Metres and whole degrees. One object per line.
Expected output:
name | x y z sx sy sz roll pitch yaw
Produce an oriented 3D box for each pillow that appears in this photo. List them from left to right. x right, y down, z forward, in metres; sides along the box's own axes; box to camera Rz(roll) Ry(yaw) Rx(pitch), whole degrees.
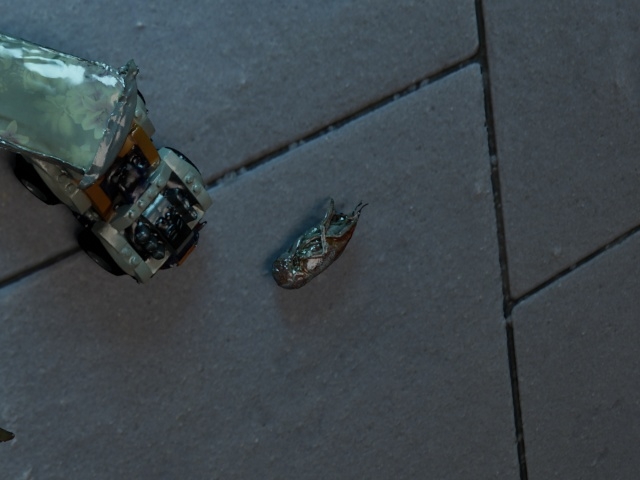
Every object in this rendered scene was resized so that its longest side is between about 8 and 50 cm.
pillow | -0.347 -0.172 1.584 0.255 0.059 0.169 20 90 -4

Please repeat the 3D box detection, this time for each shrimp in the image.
shrimp | 0.001 0.001 2.020 0.190 0.075 0.073 -41 111 -11

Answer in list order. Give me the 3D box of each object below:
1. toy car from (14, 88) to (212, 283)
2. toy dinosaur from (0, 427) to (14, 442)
toy car | -0.255 -0.078 1.740 0.193 0.118 0.301 -51 130 -18
toy dinosaur | -0.536 0.154 1.617 0.206 0.113 0.327 -32 125 -24
